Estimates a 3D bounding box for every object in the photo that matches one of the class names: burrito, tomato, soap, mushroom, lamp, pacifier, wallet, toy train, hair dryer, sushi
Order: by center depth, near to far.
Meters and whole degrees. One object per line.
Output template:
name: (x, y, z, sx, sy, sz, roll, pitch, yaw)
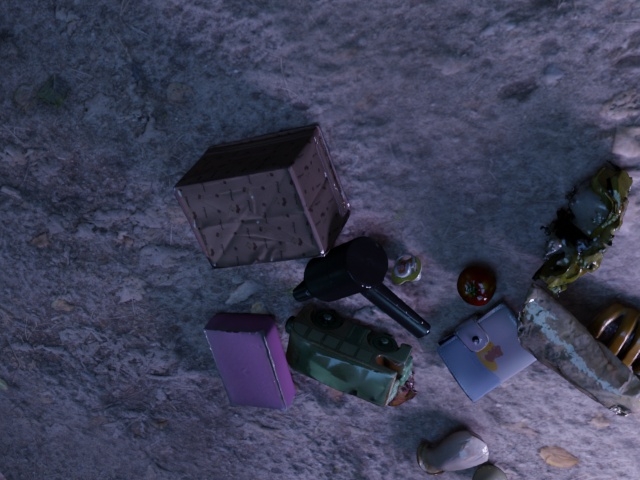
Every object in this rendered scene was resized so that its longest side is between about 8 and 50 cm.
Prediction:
sushi: (0.500, -0.013, 1.584, 0.131, 0.139, 0.291, 36, 131, 9)
burrito: (0.519, 0.235, 1.678, 0.347, 0.107, 0.175, 41, 155, 2)
tomato: (0.337, 0.095, 1.768, 0.087, 0.075, 0.087, 15, 119, 30)
pacifier: (0.199, 0.066, 1.831, 0.083, 0.068, 0.064, -19, 146, 39)
wallet: (0.379, 0.243, 1.849, 0.231, 0.069, 0.170, -42, 81, 35)
hair dryer: (0.104, 0.134, 1.850, 0.302, 0.116, 0.244, 41, 149, -15)
toy train: (0.055, 0.272, 1.959, 0.326, 0.159, 0.129, 21, 126, 12)
lamp: (0.412, 0.631, 2.030, 0.091, 0.163, 0.091, 10, 124, 16)
mushroom: (0.332, 0.530, 2.050, 0.097, 0.088, 0.212, 19, 142, -30)
soap: (-0.180, 0.315, 2.141, 0.181, 0.081, 0.259, -1, 122, 26)

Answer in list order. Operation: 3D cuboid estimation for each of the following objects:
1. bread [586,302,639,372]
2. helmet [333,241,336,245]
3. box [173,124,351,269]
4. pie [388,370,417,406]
bread: (0.661, 0.218, 1.695, 0.225, 0.081, 0.134, 24, 127, 13)
helmet: (0.000, 0.000, 1.870, 0.065, 0.049, 0.084, 34, 129, 1)
box: (-0.124, -0.088, 1.782, 0.297, 0.190, 0.225, -7, 120, 28)
pie: (0.179, 0.371, 2.046, 0.170, 0.034, 0.092, -33, 100, 36)
